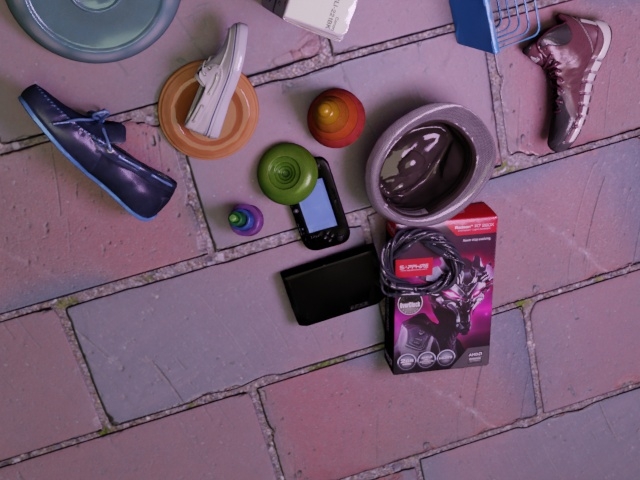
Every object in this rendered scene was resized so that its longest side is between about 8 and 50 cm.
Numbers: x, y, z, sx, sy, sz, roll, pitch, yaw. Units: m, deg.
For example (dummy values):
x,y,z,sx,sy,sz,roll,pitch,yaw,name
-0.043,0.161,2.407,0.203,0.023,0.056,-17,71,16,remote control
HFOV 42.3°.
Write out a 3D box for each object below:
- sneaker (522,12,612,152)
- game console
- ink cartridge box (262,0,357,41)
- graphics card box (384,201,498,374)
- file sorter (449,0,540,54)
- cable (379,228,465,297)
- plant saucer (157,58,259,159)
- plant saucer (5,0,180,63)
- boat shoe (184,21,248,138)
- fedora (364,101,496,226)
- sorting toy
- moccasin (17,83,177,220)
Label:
x,y,z,sx,sy,sz,roll,pitch,yaw,name
0.480,-0.335,1.718,0.162,0.106,0.282,15,96,-12,sneaker
0.000,0.000,1.755,0.213,0.044,0.362,-18,111,1,game console
-0.006,-0.475,1.452,0.114,0.273,0.197,15,106,-18,ink cartridge box
0.261,0.109,1.835,0.232,0.094,0.371,-4,112,-10,graphics card box
0.333,-0.442,1.599,0.104,0.170,0.118,-20,114,-8,file sorter
0.213,0.046,1.733,0.184,0.047,0.151,-3,106,-6,cable
-0.217,-0.251,1.621,0.199,0.037,0.200,-5,112,-11,plant saucer
-0.398,-0.457,1.460,0.317,0.044,0.318,-9,125,-13,plant saucer
-0.197,-0.300,1.540,0.075,0.083,0.226,13,108,-18,boat shoe
0.210,-0.162,1.701,0.243,0.124,0.275,40,98,-22,fedora
-0.063,-0.154,1.622,0.127,0.126,0.365,43,98,10,sorting toy
-0.413,-0.184,1.570,0.117,0.138,0.342,-43,127,1,moccasin
